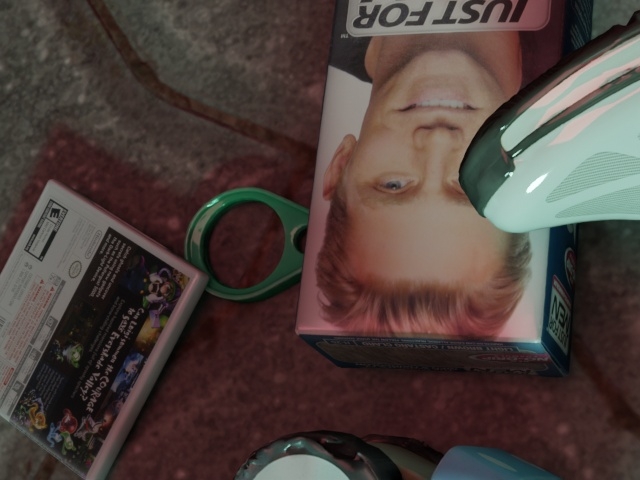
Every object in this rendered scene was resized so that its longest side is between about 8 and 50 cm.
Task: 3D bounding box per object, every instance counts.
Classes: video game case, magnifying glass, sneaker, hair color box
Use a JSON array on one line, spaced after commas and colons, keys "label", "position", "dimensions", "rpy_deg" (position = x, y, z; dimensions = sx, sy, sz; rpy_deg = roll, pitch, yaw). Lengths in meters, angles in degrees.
[{"label": "video game case", "position": [-0.198, 0.071, 1.165], "dimensions": [0.173, 0.022, 0.190], "rpy_deg": [31, 95, 27]}, {"label": "magnifying glass", "position": [0.000, 0.000, 1.110], "dimensions": [0.231, 0.026, 0.092], "rpy_deg": [-3, 77, 21]}, {"label": "sneaker", "position": [0.324, -0.030, 0.856], "dimensions": [0.447, 0.169, 0.257], "rpy_deg": [-18, 74, -8]}, {"label": "hair color box", "position": [0.096, -0.084, 1.027], "dimensions": [0.174, 0.105, 0.347], "rpy_deg": [0, 73, 20]}]

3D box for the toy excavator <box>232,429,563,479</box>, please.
[{"label": "toy excavator", "position": [0.169, 0.242, 0.887], "dimensions": [0.445, 0.222, 0.433], "rpy_deg": [25, 89, 20]}]
